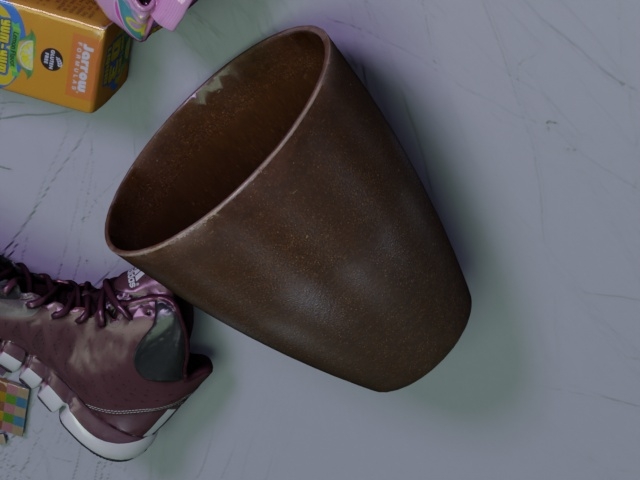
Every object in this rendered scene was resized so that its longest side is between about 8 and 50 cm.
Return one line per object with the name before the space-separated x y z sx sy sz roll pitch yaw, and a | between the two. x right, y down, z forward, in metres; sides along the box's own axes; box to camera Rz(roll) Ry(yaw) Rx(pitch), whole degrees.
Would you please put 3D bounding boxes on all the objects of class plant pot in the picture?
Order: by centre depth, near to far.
plant pot | 0.000 0.000 1.219 0.215 0.215 0.230 -34 116 25

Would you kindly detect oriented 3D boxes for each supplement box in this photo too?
supplement box | -0.261 -0.171 1.263 0.233 0.080 0.078 15 119 5

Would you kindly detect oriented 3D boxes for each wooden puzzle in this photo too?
wooden puzzle | -0.277 0.141 1.449 0.049 0.006 0.083 17 117 6

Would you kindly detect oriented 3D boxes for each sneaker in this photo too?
sneaker | -0.200 0.039 1.340 0.162 0.106 0.281 -41 110 21

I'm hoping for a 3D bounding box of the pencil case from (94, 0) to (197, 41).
pencil case | -0.193 -0.259 1.182 0.284 0.124 0.124 37 117 -3
